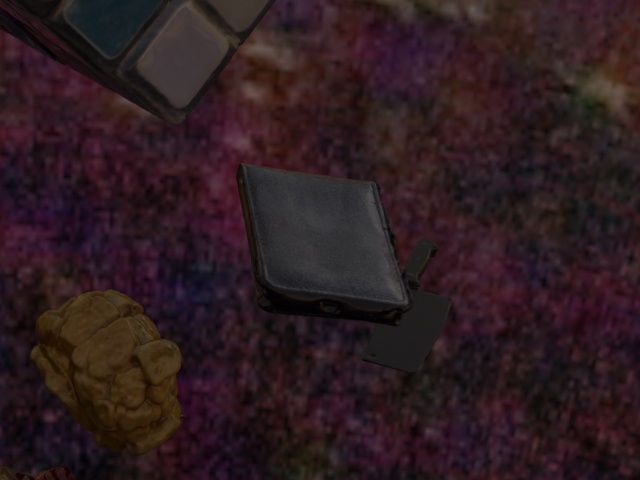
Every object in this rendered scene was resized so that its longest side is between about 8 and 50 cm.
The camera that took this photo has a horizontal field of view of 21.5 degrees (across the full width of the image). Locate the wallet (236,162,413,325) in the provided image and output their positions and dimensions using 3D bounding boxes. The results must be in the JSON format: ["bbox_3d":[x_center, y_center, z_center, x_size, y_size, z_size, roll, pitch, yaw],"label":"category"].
[{"bbox_3d":[-0.001,0.002,1.780,0.167,0.036,0.222,6,38,-17],"label":"wallet"}]

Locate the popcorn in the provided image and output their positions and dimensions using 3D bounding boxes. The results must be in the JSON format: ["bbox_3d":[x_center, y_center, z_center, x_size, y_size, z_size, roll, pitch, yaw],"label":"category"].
[{"bbox_3d":[-0.229,0.144,1.837,0.140,0.163,0.194,-29,82,-15],"label":"popcorn"}]

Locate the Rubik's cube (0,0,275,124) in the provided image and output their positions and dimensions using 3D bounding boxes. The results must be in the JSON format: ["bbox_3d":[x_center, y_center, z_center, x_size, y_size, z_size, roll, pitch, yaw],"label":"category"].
[{"bbox_3d":[-0.151,-0.265,1.021,0.256,0.253,0.259,33,85,43],"label":"Rubik's cube"}]

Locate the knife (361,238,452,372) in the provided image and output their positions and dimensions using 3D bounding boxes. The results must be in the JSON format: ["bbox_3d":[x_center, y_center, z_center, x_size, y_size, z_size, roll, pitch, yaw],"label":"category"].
[{"bbox_3d":[0.111,0.074,1.926,0.072,0.019,0.245,15,37,9],"label":"knife"}]

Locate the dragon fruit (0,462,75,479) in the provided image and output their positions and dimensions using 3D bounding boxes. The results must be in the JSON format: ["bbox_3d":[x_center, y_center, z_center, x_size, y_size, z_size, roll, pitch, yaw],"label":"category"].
[{"bbox_3d":[-0.335,0.304,1.799,0.152,0.205,0.317,43,23,22],"label":"dragon fruit"}]
